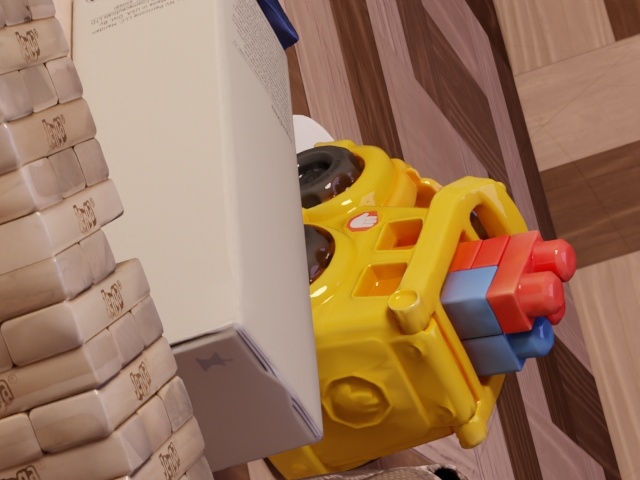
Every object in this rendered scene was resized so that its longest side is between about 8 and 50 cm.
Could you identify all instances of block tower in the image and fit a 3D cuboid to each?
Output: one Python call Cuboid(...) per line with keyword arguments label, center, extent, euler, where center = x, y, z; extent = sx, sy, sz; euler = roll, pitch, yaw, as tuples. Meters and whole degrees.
Cuboid(label="block tower", center=(-0.120, 0.027, 0.719), extent=(0.091, 0.097, 0.335), euler=(-42, 113, -75))

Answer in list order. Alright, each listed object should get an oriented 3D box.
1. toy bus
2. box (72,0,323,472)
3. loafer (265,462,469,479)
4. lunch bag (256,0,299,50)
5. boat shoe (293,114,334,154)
Cuboid(label="toy bus", center=(0.064, 0.027, 1.146), extent=(0.149, 0.211, 0.220), euler=(61, 32, -27))
Cuboid(label="box", center=(-0.068, -0.021, 0.979), extent=(0.113, 0.094, 0.275), euler=(58, 20, -45))
Cuboid(label="loafer", center=(0.005, 0.115, 0.540), extent=(0.134, 0.130, 0.366), euler=(57, 5, 0))
Cuboid(label="lunch bag", center=(-0.063, -0.149, 1.221), extent=(0.067, 0.065, 0.098), euler=(62, 8, 30))
Cuboid(label="boat shoe", center=(0.000, 0.000, 1.303), extent=(0.184, 0.066, 0.063), euler=(64, -18, -14))
